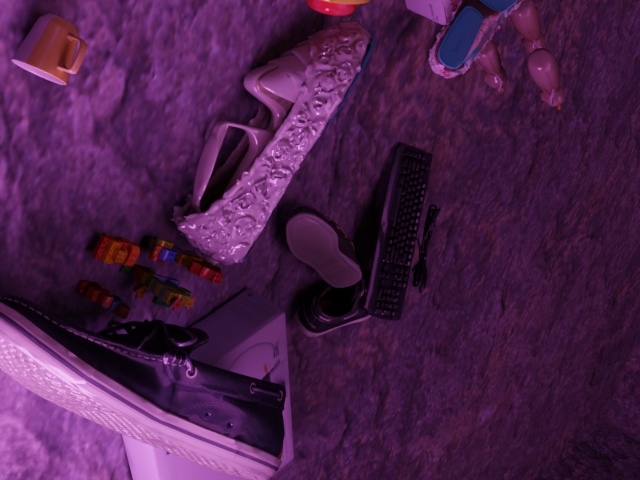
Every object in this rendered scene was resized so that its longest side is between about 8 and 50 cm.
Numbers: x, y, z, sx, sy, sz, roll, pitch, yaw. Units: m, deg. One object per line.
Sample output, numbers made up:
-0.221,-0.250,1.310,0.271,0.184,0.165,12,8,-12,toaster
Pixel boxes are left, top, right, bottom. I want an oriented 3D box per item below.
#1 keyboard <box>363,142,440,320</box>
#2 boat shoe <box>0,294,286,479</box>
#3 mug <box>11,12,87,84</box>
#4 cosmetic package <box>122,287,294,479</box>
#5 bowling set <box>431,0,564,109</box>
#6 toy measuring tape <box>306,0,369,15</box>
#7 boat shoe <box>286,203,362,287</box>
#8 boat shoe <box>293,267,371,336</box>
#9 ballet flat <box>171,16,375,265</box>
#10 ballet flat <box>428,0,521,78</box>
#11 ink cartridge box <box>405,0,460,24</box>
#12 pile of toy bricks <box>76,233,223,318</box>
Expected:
0.165,-0.008,1.789,0.201,0.033,0.317,11,91,-56,keyboard
-0.232,0.176,1.281,0.500,0.187,0.156,33,66,-35,boat shoe
-0.288,-0.209,1.057,0.062,0.078,0.064,93,20,-86,mug
-0.178,0.302,1.587,0.284,0.097,0.377,-33,139,-31,cosmetic package
0.300,-0.352,1.691,0.154,0.200,0.287,40,40,-62,bowling set
0.079,-0.365,1.311,0.330,0.121,0.121,-6,122,-27,toy measuring tape
0.000,0.000,1.618,0.081,0.068,0.228,-21,143,13,boat shoe
0.058,0.101,1.741,0.233,0.084,0.079,-24,159,-41,boat shoe
-0.072,-0.155,1.348,0.409,0.147,0.147,-60,148,-1,ballet flat
0.246,-0.353,1.508,0.241,0.091,0.077,-50,-177,-5,ballet flat
0.217,-0.472,1.511,0.219,0.092,0.160,-48,146,-16,ink cartridge box
-0.221,0.063,1.327,0.212,0.105,0.118,17,101,-57,pile of toy bricks
